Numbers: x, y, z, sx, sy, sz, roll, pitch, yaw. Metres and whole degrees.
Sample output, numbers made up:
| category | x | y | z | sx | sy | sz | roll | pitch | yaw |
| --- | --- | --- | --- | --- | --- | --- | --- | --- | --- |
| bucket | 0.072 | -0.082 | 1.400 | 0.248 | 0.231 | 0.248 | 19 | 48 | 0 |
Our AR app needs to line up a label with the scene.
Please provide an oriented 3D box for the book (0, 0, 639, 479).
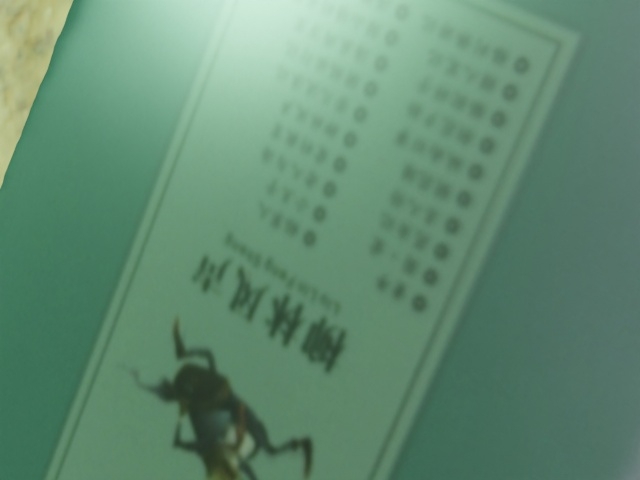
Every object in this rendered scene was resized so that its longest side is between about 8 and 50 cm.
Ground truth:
| category | x | y | z | sx | sy | sz | roll | pitch | yaw |
| --- | --- | --- | --- | --- | --- | --- | --- | --- | --- |
| book | 0.000 | 0.000 | 0.440 | 0.264 | 0.031 | 0.379 | 33 | 106 | 36 |
